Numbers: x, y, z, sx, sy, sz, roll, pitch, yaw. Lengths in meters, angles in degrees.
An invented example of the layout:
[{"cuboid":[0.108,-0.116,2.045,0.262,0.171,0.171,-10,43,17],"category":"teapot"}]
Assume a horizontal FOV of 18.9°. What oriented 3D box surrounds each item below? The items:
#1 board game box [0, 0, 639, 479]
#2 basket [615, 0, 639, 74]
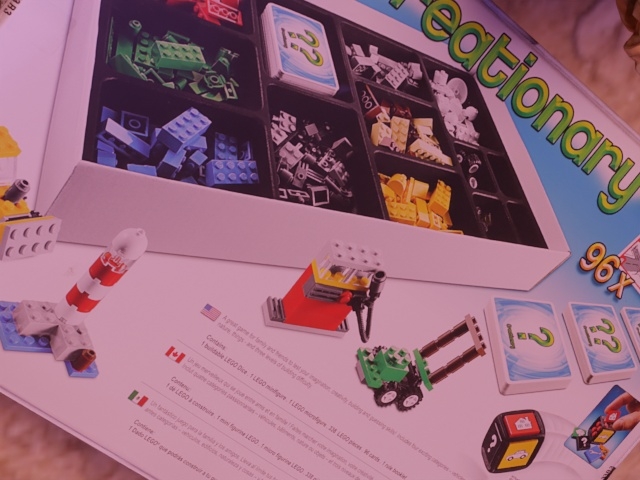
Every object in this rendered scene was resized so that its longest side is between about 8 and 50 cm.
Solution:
[{"cuboid":[0.000,0.000,0.640,0.305,0.053,0.193,37,96,-34],"category":"board game box"},{"cuboid":[0.208,-0.187,0.517,0.214,0.223,0.299,12,116,1],"category":"basket"}]
